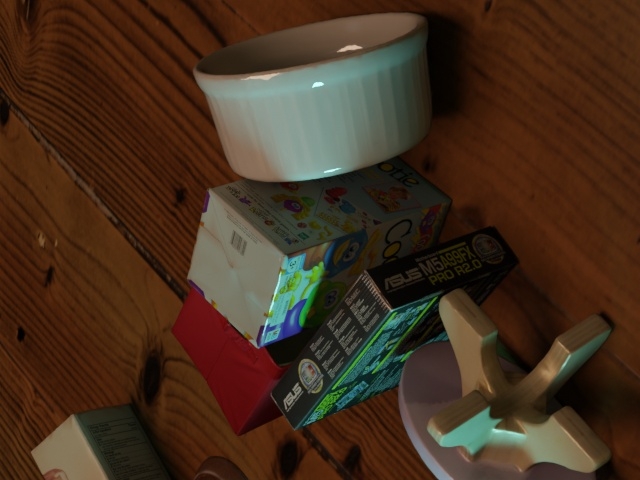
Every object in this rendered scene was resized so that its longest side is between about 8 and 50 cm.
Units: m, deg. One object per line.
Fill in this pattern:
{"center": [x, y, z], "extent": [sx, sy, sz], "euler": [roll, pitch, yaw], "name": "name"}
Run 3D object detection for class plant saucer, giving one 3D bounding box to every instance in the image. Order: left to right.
{"center": [-0.154, 0.426, 2.209], "extent": [0.168, 0.029, 0.168], "euler": [19, 117, 43], "name": "plant saucer"}

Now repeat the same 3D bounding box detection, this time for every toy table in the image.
{"center": [0.206, 0.185, 1.557], "extent": [0.274, 0.252, 0.160], "euler": [37, 146, 20], "name": "toy table"}

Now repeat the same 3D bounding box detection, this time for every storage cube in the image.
{"center": [-0.054, 0.112, 1.841], "extent": [0.183, 0.215, 0.193], "euler": [55, 144, 19], "name": "storage cube"}

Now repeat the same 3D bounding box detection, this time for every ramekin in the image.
{"center": [0.000, -0.168, 1.630], "extent": [0.277, 0.277, 0.135], "euler": [9, 117, 47], "name": "ramekin"}

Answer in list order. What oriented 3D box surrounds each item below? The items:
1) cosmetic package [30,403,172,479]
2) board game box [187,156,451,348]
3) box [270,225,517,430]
{"center": [-0.328, 0.431, 2.295], "extent": [0.129, 0.153, 0.296], "euler": [-41, 70, 26], "name": "cosmetic package"}
{"center": [0.000, 0.000, 1.679], "extent": [0.144, 0.275, 0.142], "euler": [41, 132, 32], "name": "board game box"}
{"center": [0.085, 0.106, 1.667], "extent": [0.060, 0.216, 0.270], "euler": [56, 138, 20], "name": "box"}
